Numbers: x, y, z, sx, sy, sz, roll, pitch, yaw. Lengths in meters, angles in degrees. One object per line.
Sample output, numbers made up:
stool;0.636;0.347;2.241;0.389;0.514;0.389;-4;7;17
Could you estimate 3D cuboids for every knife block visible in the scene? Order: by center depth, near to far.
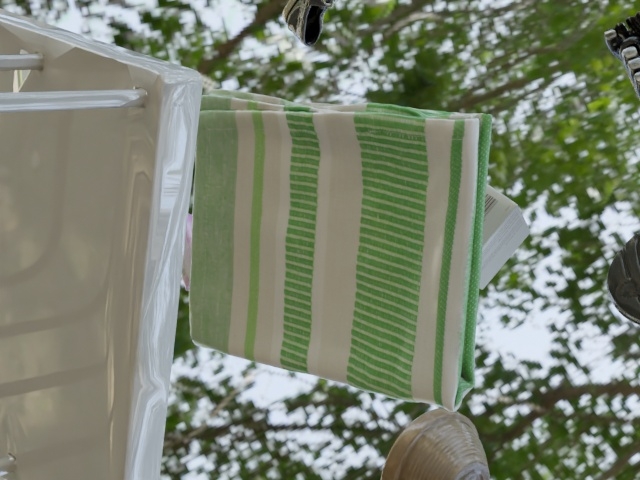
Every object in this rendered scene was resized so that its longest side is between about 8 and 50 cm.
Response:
knife block;0.436;-0.159;1.369;0.088;0.242;0.275;-29;-78;23

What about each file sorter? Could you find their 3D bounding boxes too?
file sorter;-0.208;0.003;0.456;0.278;0.173;0.192;23;-67;39

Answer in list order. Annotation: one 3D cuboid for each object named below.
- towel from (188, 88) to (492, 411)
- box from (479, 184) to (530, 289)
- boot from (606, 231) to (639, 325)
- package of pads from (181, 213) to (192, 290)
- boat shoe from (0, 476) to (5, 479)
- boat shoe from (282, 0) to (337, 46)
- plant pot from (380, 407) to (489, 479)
towel;0.000;0.000;0.987;0.325;0.038;0.247;9;-79;42
box;0.187;-0.016;1.440;0.101;0.102;0.087;37;-5;31
boot;0.569;0.066;1.577;0.445;0.367;0.146;55;12;-67
package of pads;-0.125;0.013;1.181;0.032;0.050;0.083;-37;-121;28
boat shoe;-0.452;0.309;1.436;0.097;0.324;0.116;36;-2;-6
boat shoe;0.011;-0.360;1.678;0.206;0.075;0.065;-48;-118;52
plant pot;0.228;0.433;2.098;0.110;0.237;0.237;23;-56;46
